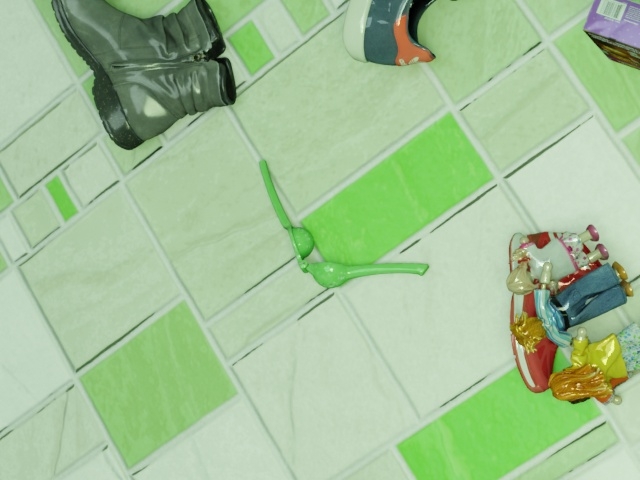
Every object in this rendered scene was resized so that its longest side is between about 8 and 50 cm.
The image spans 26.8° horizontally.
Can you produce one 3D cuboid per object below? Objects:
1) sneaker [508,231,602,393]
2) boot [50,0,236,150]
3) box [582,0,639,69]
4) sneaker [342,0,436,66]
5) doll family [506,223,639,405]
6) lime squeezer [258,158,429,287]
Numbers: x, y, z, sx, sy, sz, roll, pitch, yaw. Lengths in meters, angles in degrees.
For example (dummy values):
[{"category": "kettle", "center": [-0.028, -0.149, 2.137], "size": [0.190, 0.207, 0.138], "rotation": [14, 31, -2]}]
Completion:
[{"category": "sneaker", "center": [0.326, 0.093, 1.813], "size": [0.128, 0.087, 0.221], "rotation": [-7, 86, 23]}, {"category": "boot", "center": [-0.268, -0.327, 2.071], "size": [0.222, 0.118, 0.338], "rotation": [-25, 89, 16]}, {"category": "box", "center": [0.493, -0.224, 1.699], "size": [0.293, 0.201, 0.057], "rotation": [24, 96, 22]}, {"category": "sneaker", "center": [0.142, -0.415, 1.899], "size": [0.148, 0.131, 0.350], "rotation": [13, 98, 15]}, {"category": "doll family", "center": [0.335, 0.112, 1.731], "size": [0.163, 0.118, 0.263], "rotation": [-29, 99, -2]}, {"category": "lime squeezer", "center": [0.000, 0.000, 1.965], "size": [0.310, 0.059, 0.110], "rotation": [34, 100, 21]}]
